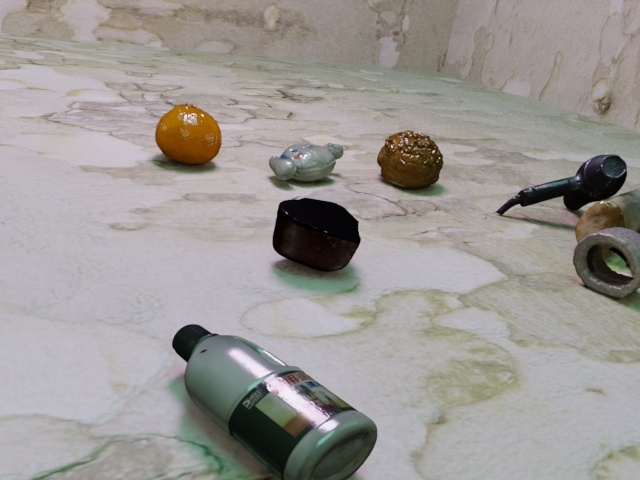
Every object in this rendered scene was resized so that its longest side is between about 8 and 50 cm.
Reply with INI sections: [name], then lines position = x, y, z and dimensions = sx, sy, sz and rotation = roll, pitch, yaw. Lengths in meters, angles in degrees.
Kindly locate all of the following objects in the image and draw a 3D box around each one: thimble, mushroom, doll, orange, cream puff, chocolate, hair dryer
[thimble]
position = 0.484, 0.034, 1.098
dimensions = 0.090, 0.102, 0.115
rotation = -12, 60, -44
[mushroom]
position = 0.615, -0.054, 1.346
dimensions = 0.095, 0.122, 0.351
rotation = 36, 37, 27
[doll]
position = -0.030, -0.163, 1.395
dimensions = 0.104, 0.071, 0.214
rotation = 15, 28, 34
[orange]
position = -0.265, -0.214, 1.350
dimensions = 0.136, 0.117, 0.135
rotation = 5, 28, -3
[cream puff]
position = 0.201, -0.185, 1.490
dimensions = 0.150, 0.115, 0.165
rotation = 7, 20, -20
[chocolate]
position = 0.000, 0.000, 0.993
dimensions = 0.125, 0.080, 0.149
rotation = 34, 22, 23
[hair dryer]
position = 0.489, -0.101, 1.423
dimensions = 0.272, 0.091, 0.235
rotation = -11, -14, -4

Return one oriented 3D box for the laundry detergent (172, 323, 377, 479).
[laundry detergent]
position = -0.060, 0.141, 0.621
dimensions = 0.099, 0.070, 0.226
rotation = -21, 36, -40
